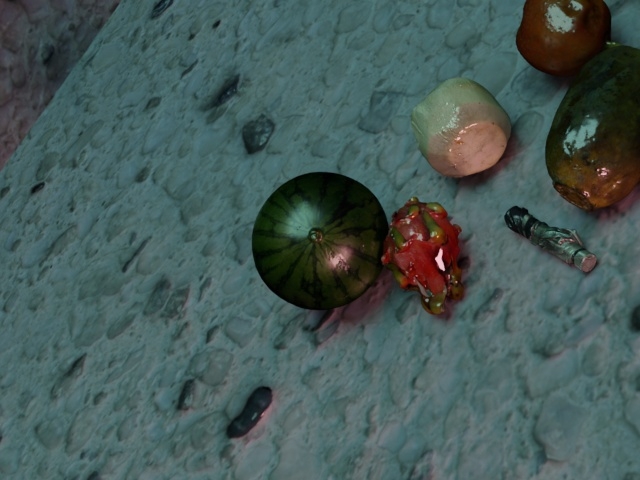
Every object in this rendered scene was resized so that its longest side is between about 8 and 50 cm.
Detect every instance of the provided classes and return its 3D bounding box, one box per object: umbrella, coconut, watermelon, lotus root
[{"bbox_3d":[0.359,-0.007,1.961,0.188,0.046,0.050,39,130,50],"label":"umbrella"},{"bbox_3d":[0.235,-0.196,2.146,0.161,0.161,0.162,-41,37,7],"label":"coconut"},{"bbox_3d":[0.000,0.000,2.127,0.242,0.242,0.242,-23,46,26],"label":"watermelon"},{"bbox_3d":[0.448,-0.178,1.944,0.160,0.152,0.275,14,70,37],"label":"lotus root"}]

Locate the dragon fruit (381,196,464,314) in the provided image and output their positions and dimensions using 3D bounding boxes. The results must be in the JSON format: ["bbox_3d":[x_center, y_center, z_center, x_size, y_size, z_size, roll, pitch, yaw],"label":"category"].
[{"bbox_3d":[0.172,0.030,2.047,0.150,0.133,0.207,-44,50,46],"label":"dragon fruit"}]

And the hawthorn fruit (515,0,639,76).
[{"bbox_3d":[0.463,-0.330,2.083,0.285,0.165,0.165,31,81,32],"label":"hawthorn fruit"}]
